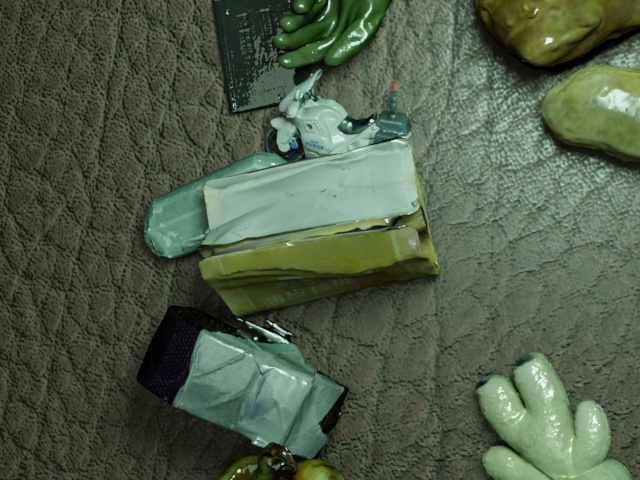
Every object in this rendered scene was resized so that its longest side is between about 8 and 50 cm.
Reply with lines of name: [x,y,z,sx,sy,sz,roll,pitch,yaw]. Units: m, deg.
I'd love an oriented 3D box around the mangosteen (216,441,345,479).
mangosteen: [-0.059,0.447,1.419,0.330,0.330,0.330,0,88,10]

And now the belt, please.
belt: [-0.103,0.189,1.502,0.289,0.184,0.164,26,90,5]

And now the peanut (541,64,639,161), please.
peanut: [0.417,-0.174,1.449,0.224,0.129,0.129,15,91,20]

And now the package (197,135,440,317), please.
package: [-0.003,0.012,1.466,0.311,0.165,0.221,-10,116,9]

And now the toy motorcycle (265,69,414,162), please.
toy motorcycle: [0.030,-0.166,1.531,0.221,0.102,0.150,11,118,10]

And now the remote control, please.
remote control: [-0.152,-0.051,1.576,0.247,0.052,0.104,-24,94,12]

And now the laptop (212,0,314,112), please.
laptop: [-0.087,-0.297,1.596,0.135,0.016,0.197,-10,87,8]

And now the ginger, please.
ginger: [0.338,-0.355,1.422,0.269,0.223,0.200,-27,80,11]

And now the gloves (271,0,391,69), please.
gloves: [0.038,-0.341,1.530,0.268,0.107,0.135,-39,77,-11]

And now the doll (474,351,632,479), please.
doll: [0.331,0.291,1.464,0.149,0.175,0.278,-18,74,-28]
